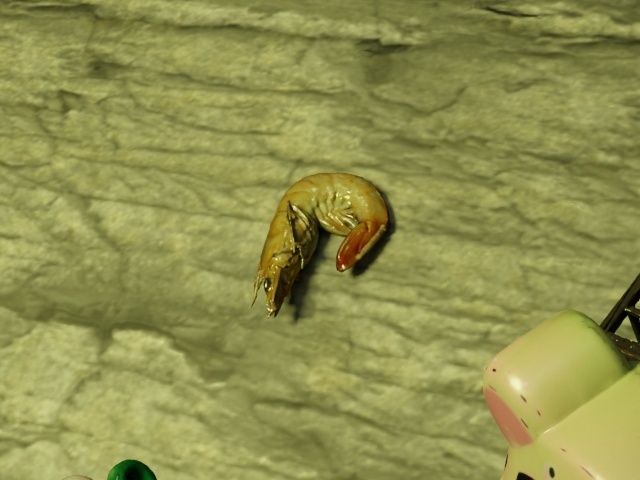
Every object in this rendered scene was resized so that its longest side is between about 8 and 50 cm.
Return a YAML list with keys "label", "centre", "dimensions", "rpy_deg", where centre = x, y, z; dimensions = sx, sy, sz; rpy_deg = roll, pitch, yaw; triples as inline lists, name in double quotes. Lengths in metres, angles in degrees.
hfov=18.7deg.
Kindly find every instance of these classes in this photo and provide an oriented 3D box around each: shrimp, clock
- label: "shrimp"
  centre: [0.001, 0.006, 1.542]
  dimensions: [0.095, 0.045, 0.162]
  rpy_deg: [13, 48, 9]
- label: "clock"
  centre: [0.200, 0.201, 1.056]
  dimensions: [0.114, 0.309, 0.284]
  rpy_deg: [-33, 43, -10]

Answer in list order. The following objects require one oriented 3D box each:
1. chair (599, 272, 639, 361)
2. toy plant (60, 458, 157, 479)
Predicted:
- label: "chair"
  centre: [0.206, 0.120, 1.281]
  dimensions: [0.084, 0.101, 0.212]
  rpy_deg: [23, 61, 39]
- label: "toy plant"
  centre: [-0.087, 0.250, 1.225]
  dimensions: [0.112, 0.232, 0.243]
  rpy_deg: [-33, 47, 35]
